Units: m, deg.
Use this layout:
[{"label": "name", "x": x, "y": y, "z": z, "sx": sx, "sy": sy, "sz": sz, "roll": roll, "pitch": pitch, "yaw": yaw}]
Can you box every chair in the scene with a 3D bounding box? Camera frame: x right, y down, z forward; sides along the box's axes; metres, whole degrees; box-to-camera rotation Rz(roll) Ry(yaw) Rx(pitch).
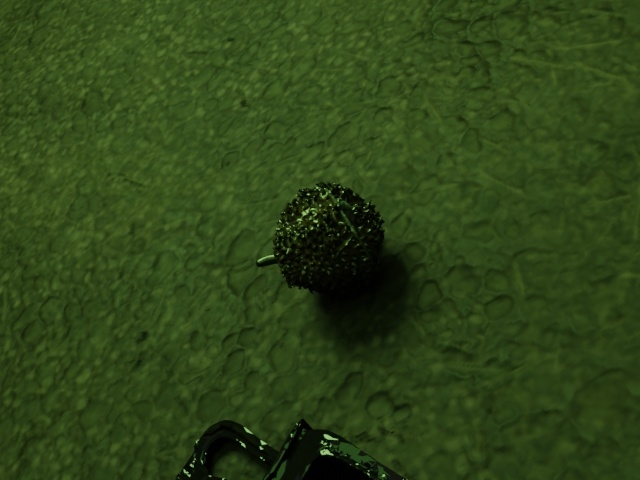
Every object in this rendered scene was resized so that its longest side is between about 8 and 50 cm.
[{"label": "chair", "x": -0.028, "y": 0.157, "z": 0.542, "sx": 0.229, "sy": 0.113, "sz": 0.106, "roll": 17, "pitch": 65, "yaw": 36}]

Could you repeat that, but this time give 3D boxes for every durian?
[{"label": "durian", "x": 0.000, "y": 0.000, "z": 0.661, "sx": 0.091, "sy": 0.080, "sz": 0.080, "roll": -16, "pitch": 46, "yaw": -5}]
